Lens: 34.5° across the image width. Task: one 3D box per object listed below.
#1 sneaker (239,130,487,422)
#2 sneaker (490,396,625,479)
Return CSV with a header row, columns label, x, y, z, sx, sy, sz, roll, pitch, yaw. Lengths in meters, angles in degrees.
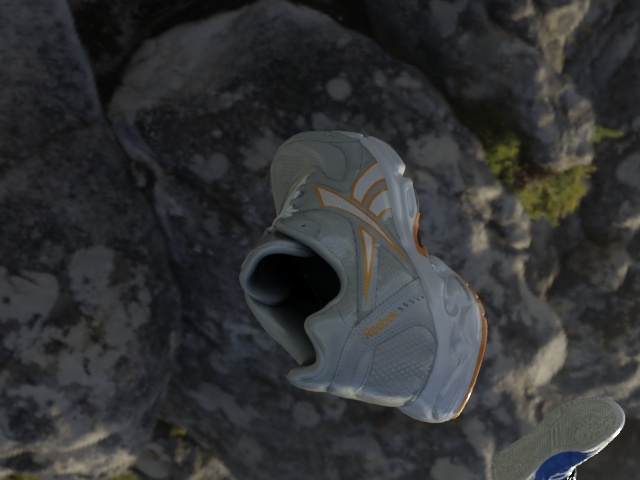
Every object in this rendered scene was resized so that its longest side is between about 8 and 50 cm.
label,x,y,z,sx,sy,sz,roll,pitch,yaw
sneaker,0.000,0.000,0.638,0.121,0.262,0.099,10,118,-27
sneaker,0.260,0.220,1.091,0.152,0.058,0.084,-38,145,15
